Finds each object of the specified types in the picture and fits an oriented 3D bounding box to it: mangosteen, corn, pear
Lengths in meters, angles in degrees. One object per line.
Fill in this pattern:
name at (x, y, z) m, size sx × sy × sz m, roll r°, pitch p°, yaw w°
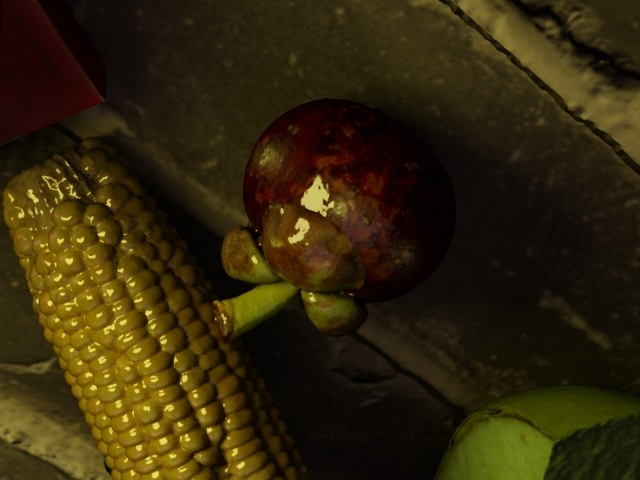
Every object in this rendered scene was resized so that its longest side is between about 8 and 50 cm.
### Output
mangosteen at (0.012, -0.001, 1.293) m, size 0.146 × 0.181 × 0.156 m, roll 14°, pitch 164°, yaw 18°
corn at (-0.110, 0.097, 1.335) m, size 0.130 × 0.130 × 0.347 m, roll -26°, pitch 99°, yaw 15°
pear at (0.219, 0.200, 1.533) m, size 0.239 × 0.139 × 0.288 m, roll -5°, pitch 129°, yaw -22°

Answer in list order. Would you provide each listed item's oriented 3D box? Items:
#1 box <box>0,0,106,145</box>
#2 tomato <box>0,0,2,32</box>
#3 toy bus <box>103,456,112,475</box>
box at (-0.241, -0.108, 1.257) m, size 0.175 × 0.048 × 0.112 m, roll -21°, pitch 130°, yaw 11°
tomato at (-0.293, -0.148, 1.111) m, size 0.260 × 0.180 × 0.259 m, roll 13°, pitch 116°, yaw 28°
toy bus at (-0.112, 0.241, 1.525) m, size 0.147 × 0.128 × 0.256 m, roll 10°, pitch 130°, yaw -15°
